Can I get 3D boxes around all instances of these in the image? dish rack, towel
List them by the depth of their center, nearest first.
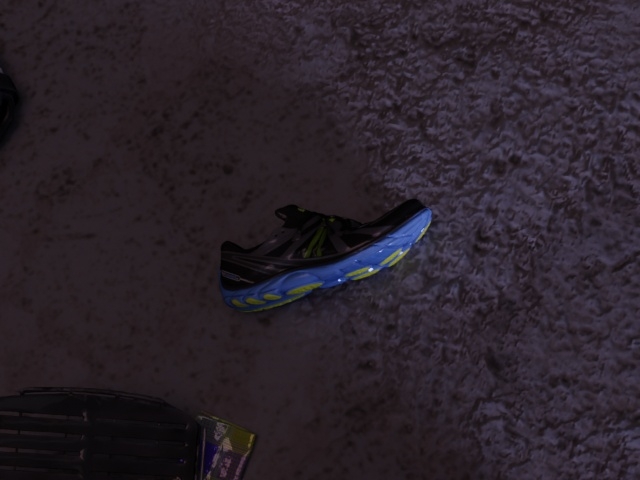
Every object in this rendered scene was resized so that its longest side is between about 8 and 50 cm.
[{"bbox_3d":[-0.185,0.248,0.931,0.208,0.074,0.271,6,78,-14],"label":"dish rack"},{"bbox_3d":[-0.092,0.188,1.006,0.060,0.009,0.083,20,80,20],"label":"towel"}]

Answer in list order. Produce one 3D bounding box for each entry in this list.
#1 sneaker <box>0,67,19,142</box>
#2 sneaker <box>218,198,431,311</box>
[{"bbox_3d":[-0.381,-0.096,1.129,0.217,0.079,0.121,-37,67,0],"label":"sneaker"},{"bbox_3d":[0.000,0.000,1.008,0.188,0.067,0.078,-18,76,12],"label":"sneaker"}]
